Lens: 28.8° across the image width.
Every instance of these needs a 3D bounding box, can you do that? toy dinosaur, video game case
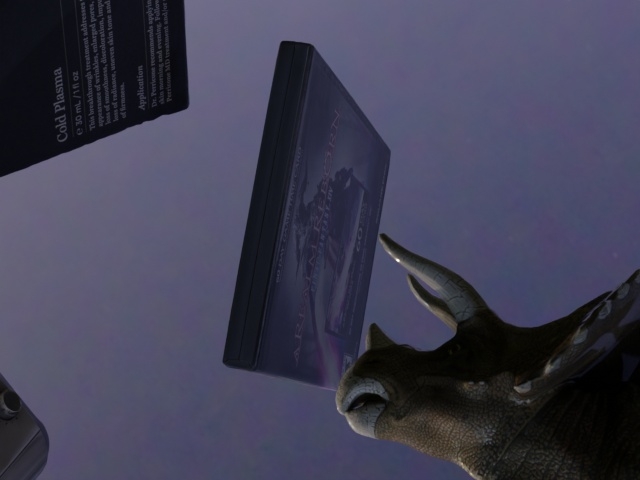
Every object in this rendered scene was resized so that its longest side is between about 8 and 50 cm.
[{"bbox_3d":[0.160,0.104,0.418,0.121,0.313,0.160,132,-25,-59],"label":"toy dinosaur"},{"bbox_3d":[0.000,0.000,0.847,0.026,0.274,0.196,8,-97,13],"label":"video game case"}]

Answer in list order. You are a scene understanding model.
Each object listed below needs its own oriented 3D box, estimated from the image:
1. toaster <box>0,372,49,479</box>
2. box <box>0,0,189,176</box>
[{"bbox_3d":[-0.307,0.178,0.854,0.227,0.129,0.146,-30,-168,21],"label":"toaster"},{"bbox_3d":[-0.285,-0.236,0.987,0.312,0.343,0.179,-27,-136,-35],"label":"box"}]
